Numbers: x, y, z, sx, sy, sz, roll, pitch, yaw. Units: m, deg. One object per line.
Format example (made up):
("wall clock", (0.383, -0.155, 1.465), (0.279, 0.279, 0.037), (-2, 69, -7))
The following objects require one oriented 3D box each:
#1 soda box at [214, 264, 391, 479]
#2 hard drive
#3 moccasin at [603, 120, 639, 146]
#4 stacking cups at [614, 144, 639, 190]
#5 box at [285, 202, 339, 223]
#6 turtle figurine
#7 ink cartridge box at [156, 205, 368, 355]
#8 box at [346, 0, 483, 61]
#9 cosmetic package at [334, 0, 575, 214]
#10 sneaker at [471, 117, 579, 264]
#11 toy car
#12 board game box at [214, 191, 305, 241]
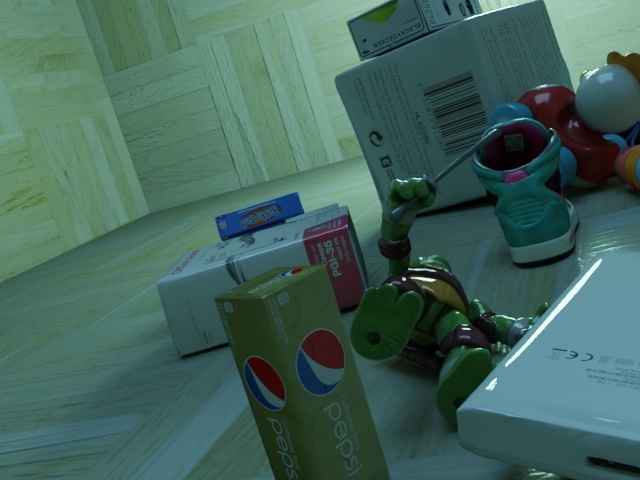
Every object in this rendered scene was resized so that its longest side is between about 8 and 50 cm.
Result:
("soda box", (-0.009, 0.112, 0.548), (0.061, 0.181, 0.058), (-26, 14, -41))
("hard drive", (0.259, 0.081, 0.576), (0.203, 0.040, 0.307), (5, 21, 36))
("moccasin", (0.630, -0.253, 1.501), (0.342, 0.138, 0.117), (-22, 20, -5))
("stacking cups", (0.501, -0.104, 1.119), (0.096, 0.096, 0.316), (-16, 9, 8))
("box", (0.000, 0.000, 1.371), (0.102, 0.101, 0.087), (-19, 10, 1))
("turtle figurine", (0.138, 0.027, 0.729), (0.274, 0.198, 0.266), (-18, 13, 19))
("ink cartridge box", (-0.078, 0.054, 1.164), (0.283, 0.117, 0.207), (-16, 10, 5))
("box", (0.203, -0.456, 1.621), (0.169, 0.087, 0.290), (-16, 9, 38))
("cosmetic package", (0.308, -0.276, 1.648), (0.327, 0.329, 0.393), (-16, 8, 40))
("sneaker", (0.292, -0.087, 1.128), (0.123, 0.178, 0.295), (-14, 10, 16))
("toy car", (0.456, -0.231, 1.327), (0.219, 0.210, 0.238), (-13, -33, -40))
("board game box", (-0.099, -0.014, 1.510), (0.160, 0.047, 0.210), (-18, -19, 1))
